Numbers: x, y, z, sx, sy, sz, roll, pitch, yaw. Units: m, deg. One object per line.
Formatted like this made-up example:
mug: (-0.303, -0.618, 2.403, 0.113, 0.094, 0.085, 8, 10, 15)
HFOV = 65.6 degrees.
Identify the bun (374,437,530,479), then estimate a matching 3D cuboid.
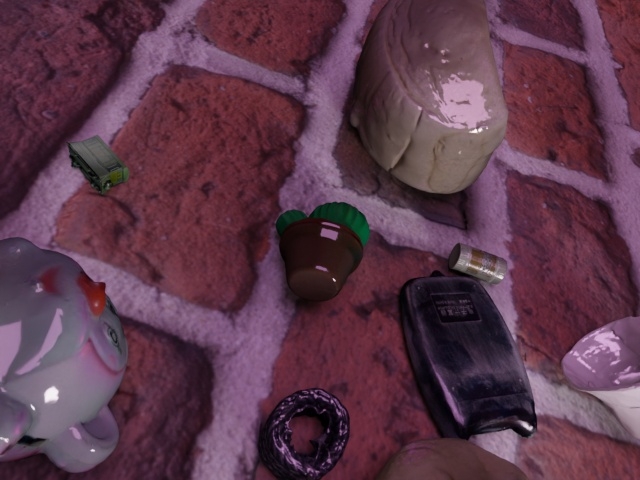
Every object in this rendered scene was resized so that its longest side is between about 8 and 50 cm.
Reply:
bun: (0.151, 0.344, 0.510, 0.272, 0.168, 0.273, 8, 63, -16)

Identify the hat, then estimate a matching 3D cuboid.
hat: (0.466, 0.204, 0.713, 0.203, 0.203, 0.126, -31, 90, -32)

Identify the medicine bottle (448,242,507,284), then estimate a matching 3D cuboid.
medicine bottle: (0.258, 0.038, 0.816, 0.083, 0.047, 0.047, 19, 54, -4)

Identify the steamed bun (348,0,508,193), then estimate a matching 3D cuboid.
steamed bun: (0.173, -0.282, 0.884, 0.236, 0.247, 0.384, 2, 62, -4)

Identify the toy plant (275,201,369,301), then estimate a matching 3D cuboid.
toy plant: (0.000, 0.000, 0.731, 0.142, 0.105, 0.200, 8, 37, 4)

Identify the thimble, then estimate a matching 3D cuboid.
thimble: (-0.019, 0.230, 0.590, 0.095, 0.066, 0.104, 29, 51, 0)

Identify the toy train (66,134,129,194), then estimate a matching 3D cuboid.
toy train: (-0.329, -0.115, 0.734, 0.093, 0.038, 0.056, 45, 53, 14)

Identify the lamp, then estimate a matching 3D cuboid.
lamp: (-0.335, 0.101, 0.453, 0.247, 0.301, 0.247, -44, 50, 3)

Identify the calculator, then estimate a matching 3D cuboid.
calculator: (0.212, 0.159, 0.732, 0.176, 0.040, 0.268, -1, 54, -21)
